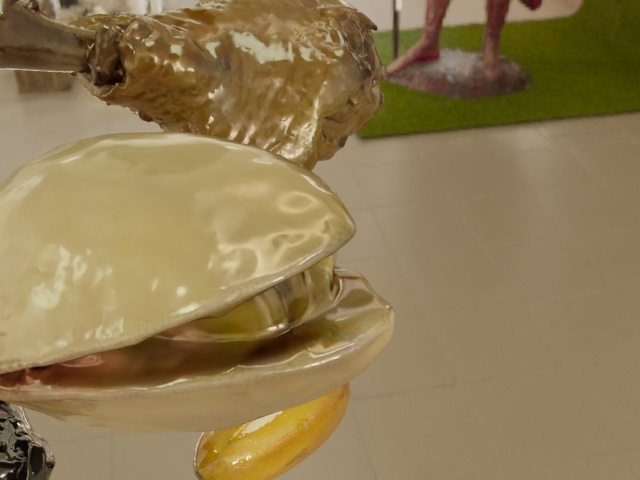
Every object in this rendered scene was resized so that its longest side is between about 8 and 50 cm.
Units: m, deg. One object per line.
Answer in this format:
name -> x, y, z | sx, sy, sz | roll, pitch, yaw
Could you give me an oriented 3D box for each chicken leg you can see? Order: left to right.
chicken leg -> -0.111, -0.110, 0.760 | 0.409, 0.295, 0.182 | 3, 9, -42

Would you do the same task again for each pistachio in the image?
pistachio -> -0.102, 0.029, 0.504 | 0.318, 0.194, 0.214 | -5, 25, 43

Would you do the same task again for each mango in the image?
mango -> -0.056, 0.196, 0.899 | 0.112, 0.145, 0.219 | 46, 45, 15

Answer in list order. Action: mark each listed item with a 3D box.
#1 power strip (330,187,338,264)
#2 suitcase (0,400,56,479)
power strip -> 0.000, 0.000, 1.527 | 0.053, 0.093, 0.288 | -1, 48, 16
suitcase -> -0.399, 0.149, 0.612 | 0.345, 0.188, 0.339 | 21, 1, -28
